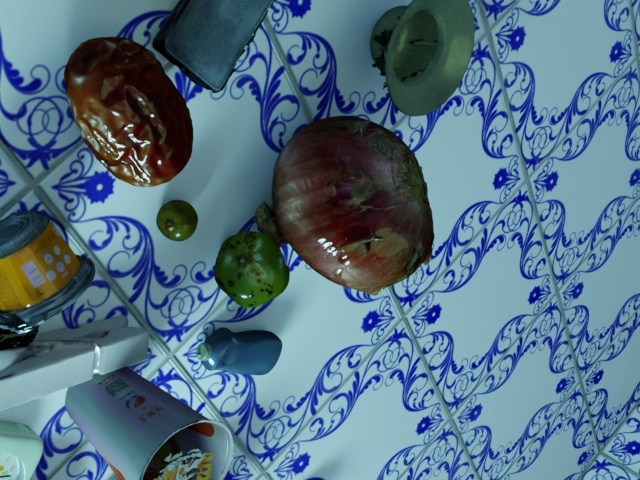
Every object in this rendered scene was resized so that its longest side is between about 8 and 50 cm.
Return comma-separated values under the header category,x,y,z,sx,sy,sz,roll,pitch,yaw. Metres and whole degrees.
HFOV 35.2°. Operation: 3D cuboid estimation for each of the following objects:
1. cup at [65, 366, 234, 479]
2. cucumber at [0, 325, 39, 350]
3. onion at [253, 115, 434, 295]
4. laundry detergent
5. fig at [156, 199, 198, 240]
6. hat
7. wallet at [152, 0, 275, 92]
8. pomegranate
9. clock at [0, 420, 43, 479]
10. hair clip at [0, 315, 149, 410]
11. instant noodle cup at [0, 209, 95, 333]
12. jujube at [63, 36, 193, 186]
category,x,y,z,sx,sy,sz,roll,pitch,yaw
cup,-0.313,0.331,1.763,0.203,0.288,0.203,-26,130,-35
cucumber,-0.577,0.154,1.548,0.300,0.072,0.072,-9,119,-42
onion,0.065,-0.069,1.895,0.353,0.353,0.354,-25,129,-35
laundry detergent,-0.171,0.224,2.033,0.206,0.061,0.097,10,113,-48
fig,-0.249,-0.038,1.786,0.088,0.074,0.074,-46,150,-67
hat,0.174,-0.383,1.981,0.257,0.130,0.257,-24,128,-36
wallet,-0.174,-0.373,1.693,0.167,0.036,0.222,34,85,-50
pomegranate,-0.130,0.071,1.924,0.169,0.143,0.122,89,2,-53
clock,-0.570,0.399,1.710,0.151,0.062,0.191,23,95,-51
hair clip,-0.447,0.203,1.702,0.331,0.101,0.085,-12,117,-45
instant noodle cup,-0.453,0.034,1.548,0.177,0.208,0.125,-25,118,-2
jujube,-0.296,-0.197,1.563,0.174,0.174,0.250,-49,136,-14
